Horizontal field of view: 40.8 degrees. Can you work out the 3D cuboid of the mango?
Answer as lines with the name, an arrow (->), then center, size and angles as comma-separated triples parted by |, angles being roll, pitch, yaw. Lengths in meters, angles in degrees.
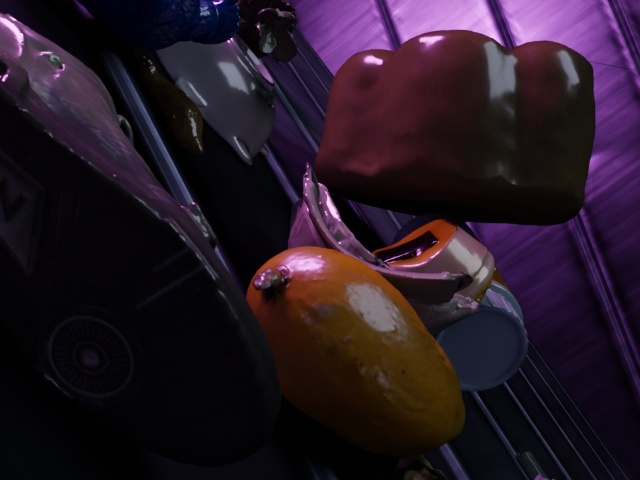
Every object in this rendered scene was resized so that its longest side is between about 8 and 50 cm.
mango -> 0.040, 0.100, 0.706 | 0.176, 0.119, 0.317 | 38, -2, 38

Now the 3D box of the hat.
hat -> 0.037, 0.042, 0.844 | 0.219, 0.164, 0.226 | 36, 17, 11

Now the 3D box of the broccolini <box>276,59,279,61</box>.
broccolini -> -0.145, -0.471, 1.981 | 0.044, 0.042, 0.218 | 56, 6, 24

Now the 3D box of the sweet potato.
sweet potato -> -0.153, -0.142, 0.903 | 0.153, 0.038, 0.041 | 56, -11, 27

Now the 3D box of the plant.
plant -> -0.118, -0.438, 1.707 | 0.142, 0.131, 0.203 | 46, 3, -34

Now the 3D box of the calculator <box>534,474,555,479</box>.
calculator -> 0.134, 0.267, 0.528 | 0.274, 0.028, 0.165 | -18, 85, -58

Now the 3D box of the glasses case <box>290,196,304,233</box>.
glasses case -> 0.000, 0.000, 1.062 | 0.078, 0.039, 0.184 | 49, 12, -16

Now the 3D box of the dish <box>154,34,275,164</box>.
dish -> -0.111, -0.205, 1.133 | 0.228, 0.086, 0.236 | 46, 13, -27

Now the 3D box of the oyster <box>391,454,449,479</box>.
oyster -> 0.113, 0.235, 0.687 | 0.166, 0.094, 0.294 | 40, 8, -15

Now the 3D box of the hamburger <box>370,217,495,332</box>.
hamburger -> 0.135, 0.051, 1.113 | 0.116, 0.173, 0.210 | 62, -2, -9

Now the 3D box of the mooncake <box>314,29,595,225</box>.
mooncake -> 0.226, -0.172, 1.426 | 0.467, 0.467, 0.262 | 14, 81, -72

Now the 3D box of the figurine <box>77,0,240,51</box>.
figurine -> -0.210, -0.267, 0.902 | 0.262, 0.120, 0.164 | 14, 30, -45

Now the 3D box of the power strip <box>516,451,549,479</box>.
power strip -> 0.349, 0.383, 1.322 | 0.136, 0.019, 0.051 | 57, 10, 24

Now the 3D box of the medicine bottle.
medicine bottle -> 0.202, 0.086, 1.304 | 0.158, 0.158, 0.318 | 48, 13, -21

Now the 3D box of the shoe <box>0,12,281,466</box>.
shoe -> -0.120, -0.021, 0.460 | 0.293, 0.109, 0.149 | 46, 18, -7
